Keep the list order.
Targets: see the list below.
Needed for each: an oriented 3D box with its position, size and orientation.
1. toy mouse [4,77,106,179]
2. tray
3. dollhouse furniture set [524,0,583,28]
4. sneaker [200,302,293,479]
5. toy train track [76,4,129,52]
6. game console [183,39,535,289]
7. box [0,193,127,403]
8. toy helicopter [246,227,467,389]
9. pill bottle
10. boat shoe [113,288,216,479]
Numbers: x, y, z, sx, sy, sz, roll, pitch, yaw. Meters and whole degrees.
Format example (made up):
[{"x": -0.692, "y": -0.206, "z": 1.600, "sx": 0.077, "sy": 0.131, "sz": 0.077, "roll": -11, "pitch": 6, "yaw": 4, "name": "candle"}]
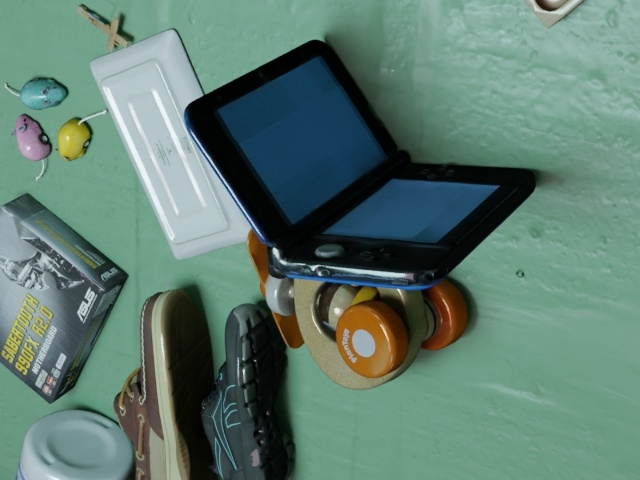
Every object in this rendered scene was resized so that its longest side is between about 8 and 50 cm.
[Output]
[{"x": -0.358, "y": -0.150, "z": 1.798, "sx": 0.143, "sy": 0.031, "sz": 0.161, "roll": 43, "pitch": 128, "yaw": 9, "name": "toy mouse"}, {"x": -0.181, "y": -0.107, "z": 1.717, "sx": 0.145, "sy": 0.030, "sz": 0.270, "roll": -16, "pitch": 103, "yaw": 34, "name": "tray"}, {"x": 0.188, "y": -0.276, "z": 1.360, "sx": 0.144, "sy": 0.123, "sz": 0.151, "roll": -39, "pitch": 89, "yaw": 37, "name": "dollhouse furniture set"}, {"x": -0.104, "y": 0.200, "z": 1.769, "sx": 0.106, "sy": 0.101, "sz": 0.267, "roll": 11, "pitch": 117, "yaw": 29, "name": "sneaker"}, {"x": -0.257, "y": -0.257, "z": 1.704, "sx": 0.083, "sy": 0.014, "sz": 0.048, "roll": 37, "pitch": 133, "yaw": 18, "name": "toy train track"}, {"x": 0.049, "y": -0.088, "z": 1.424, "sx": 0.250, "sy": 0.293, "sz": 0.173, "roll": 4, "pitch": 114, "yaw": 29, "name": "game console"}, {"x": -0.376, "y": 0.080, "z": 1.902, "sx": 0.183, "sy": 0.056, "sz": 0.231, "roll": 38, "pitch": 125, "yaw": 10, "name": "box"}, {"x": 0.000, "y": 0.000, "z": 1.622, "sx": 0.235, "sy": 0.140, "sz": 0.355, "roll": -19, "pitch": 91, "yaw": 44, "name": "toy helicopter"}, {"x": -0.354, "y": 0.380, "z": 1.968, "sx": 0.152, "sy": 0.152, "sz": 0.272, "roll": 30, "pitch": 123, "yaw": 16, "name": "pill bottle"}, {"x": -0.212, "y": 0.216, "z": 1.823, "sx": 0.123, "sy": 0.123, "sz": 0.342, "roll": 7, "pitch": 122, "yaw": 18, "name": "boat shoe"}]
